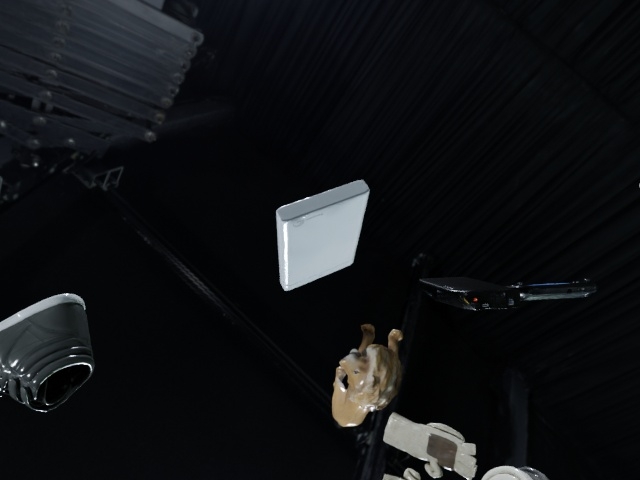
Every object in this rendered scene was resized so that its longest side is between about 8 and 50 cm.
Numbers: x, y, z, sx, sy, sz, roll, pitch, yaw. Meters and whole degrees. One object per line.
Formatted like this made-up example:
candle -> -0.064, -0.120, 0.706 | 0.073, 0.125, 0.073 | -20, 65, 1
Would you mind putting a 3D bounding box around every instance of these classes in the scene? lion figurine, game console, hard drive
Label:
lion figurine -> 0.099, 0.357, 1.068 | 0.142, 0.392, 0.240 | 15, -138, 5
game console -> 0.419, 0.107, 0.984 | 0.361, 0.044, 0.213 | -1, -177, -11
hard drive -> 0.000, 0.000, 1.189 | 0.233, 0.353, 0.047 | -21, -120, -16

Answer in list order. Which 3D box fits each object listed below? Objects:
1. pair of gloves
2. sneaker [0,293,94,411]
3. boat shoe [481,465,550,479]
pair of gloves -> 0.235, 0.517, 0.984 | 0.204, 0.240, 0.042 | 7, -177, 27
sneaker -> -0.489, 0.218, 0.682 | 0.296, 0.104, 0.147 | -33, -120, -11
boat shoe -> 0.208, 0.370, 0.362 | 0.095, 0.112, 0.335 | 22, -132, -16
